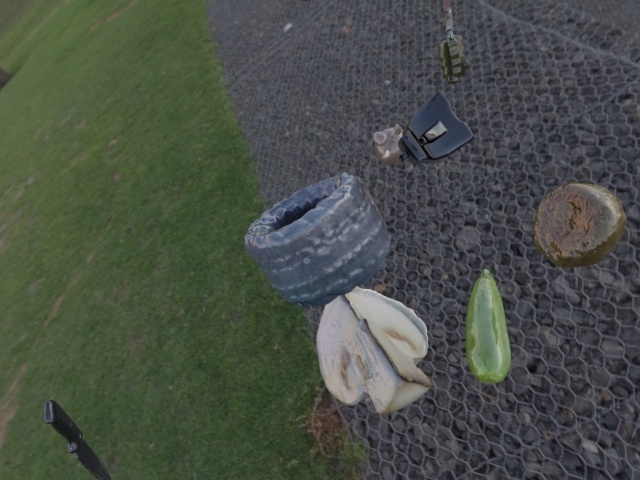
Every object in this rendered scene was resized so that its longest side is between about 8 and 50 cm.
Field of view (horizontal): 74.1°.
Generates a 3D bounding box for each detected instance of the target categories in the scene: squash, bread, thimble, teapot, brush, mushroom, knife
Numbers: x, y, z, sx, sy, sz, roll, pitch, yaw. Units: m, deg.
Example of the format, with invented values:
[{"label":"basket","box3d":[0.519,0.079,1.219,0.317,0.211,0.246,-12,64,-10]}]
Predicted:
[{"label":"squash","box3d":[0.483,0.242,1.246,0.118,0.118,0.370,-16,40,29]},{"label":"bread","box3d":[0.674,-0.041,1.107,0.230,0.123,0.230,-176,90,-68]},{"label":"thimble","box3d":[0.000,0.000,0.749,0.236,0.172,0.205,-31,22,9]},{"label":"teapot","box3d":[0.163,-0.156,0.661,0.096,0.087,0.177,-37,1,9]},{"label":"brush","box3d":[0.395,-0.641,1.301,0.071,0.301,0.084,11,43,41]},{"label":"mushroom","box3d":[0.109,0.224,0.824,0.236,0.162,0.173,57,132,39]},{"label":"knife","box3d":[-0.222,0.198,0.398,0.010,0.170,0.023,-8,43,-10]}]

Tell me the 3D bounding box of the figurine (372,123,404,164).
[{"label":"figurine","box3d":[0.225,-0.303,1.353,0.125,0.138,0.125,1,92,17]}]
